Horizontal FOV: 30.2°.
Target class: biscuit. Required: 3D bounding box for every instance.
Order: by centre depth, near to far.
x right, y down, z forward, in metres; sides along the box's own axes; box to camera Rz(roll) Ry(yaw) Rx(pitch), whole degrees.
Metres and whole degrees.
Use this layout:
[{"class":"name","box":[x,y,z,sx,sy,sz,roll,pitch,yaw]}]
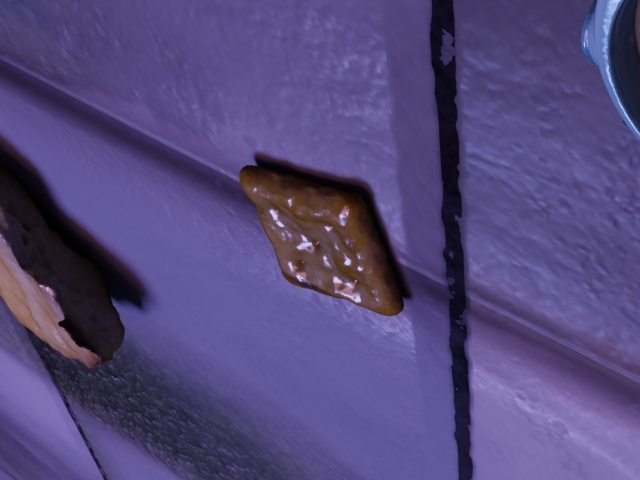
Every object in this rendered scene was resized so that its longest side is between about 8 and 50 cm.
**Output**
[{"class":"biscuit","box":[0.000,0.000,0.606,0.083,0.018,0.081,18,143,39]},{"class":"biscuit","box":[-0.212,0.013,0.868,0.183,0.061,0.118,51,154,-9]}]

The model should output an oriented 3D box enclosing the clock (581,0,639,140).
[{"class":"clock","box":[0.127,-0.050,0.334,0.108,0.045,0.147,38,153,12]}]
